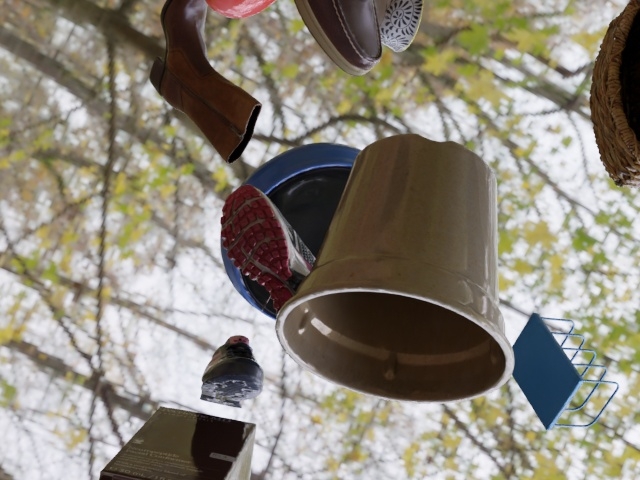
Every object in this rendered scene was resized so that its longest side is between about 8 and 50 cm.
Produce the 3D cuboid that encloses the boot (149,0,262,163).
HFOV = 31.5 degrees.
[{"bbox_3d":[-0.212,-0.327,2.176,0.280,0.096,0.264,45,-58,32],"label":"boot"}]

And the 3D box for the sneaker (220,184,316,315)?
[{"bbox_3d":[-0.069,0.037,1.982,0.121,0.299,0.112,-27,-172,25],"label":"sneaker"}]

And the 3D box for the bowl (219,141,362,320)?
[{"bbox_3d":[0.000,0.000,2.250,0.391,0.391,0.077,-58,-151,14],"label":"bowl"}]

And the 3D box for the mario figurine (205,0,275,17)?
[{"bbox_3d":[-0.091,-0.378,1.228,0.198,0.170,0.320,-6,-112,20],"label":"mario figurine"}]

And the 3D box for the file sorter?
[{"bbox_3d":[0.419,0.228,1.972,0.118,0.104,0.170,-64,-146,30],"label":"file sorter"}]

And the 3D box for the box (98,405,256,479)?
[{"bbox_3d":[-0.232,0.403,1.895,0.381,0.191,0.143,-49,148,-82],"label":"box"}]

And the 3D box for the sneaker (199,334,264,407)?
[{"bbox_3d":[-0.164,0.230,2.122,0.319,0.112,0.131,136,-33,-69],"label":"sneaker"}]

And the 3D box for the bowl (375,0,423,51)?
[{"bbox_3d":[0.121,-0.445,2.149,0.170,0.080,0.170,-177,-90,-68],"label":"bowl"}]

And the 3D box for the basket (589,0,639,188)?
[{"bbox_3d":[0.542,-0.240,1.712,0.223,0.213,0.299,133,-37,-73],"label":"basket"}]

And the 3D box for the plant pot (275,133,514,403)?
[{"bbox_3d":[0.127,0.027,1.645,0.334,0.334,0.305,-32,-143,49],"label":"plant pot"}]

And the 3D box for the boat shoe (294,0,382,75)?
[{"bbox_3d":[0.027,-0.400,1.557,0.123,0.123,0.342,-15,-85,37],"label":"boat shoe"}]
